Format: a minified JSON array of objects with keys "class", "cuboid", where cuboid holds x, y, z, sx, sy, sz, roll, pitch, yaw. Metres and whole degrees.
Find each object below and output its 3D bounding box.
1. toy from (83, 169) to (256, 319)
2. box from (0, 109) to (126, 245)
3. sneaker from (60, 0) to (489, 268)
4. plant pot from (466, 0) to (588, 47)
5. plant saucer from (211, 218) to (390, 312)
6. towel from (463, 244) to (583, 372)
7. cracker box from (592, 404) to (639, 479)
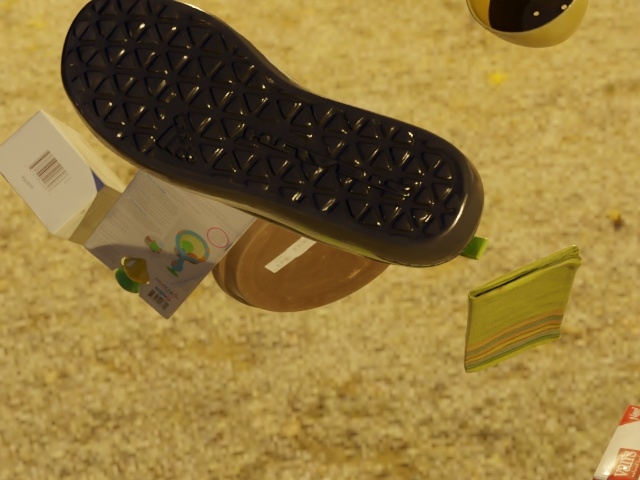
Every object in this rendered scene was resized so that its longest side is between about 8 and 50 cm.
[{"class":"toy","cuboid":[-0.167,-0.022,1.610,0.137,0.237,0.056,42,39,-2]},{"class":"box","cuboid":[-0.316,-0.073,1.734,0.091,0.130,0.170,-42,-10,1]},{"class":"sneaker","cuboid":[-0.025,-0.042,0.705,0.235,0.084,0.097,29,-7,6]},{"class":"plant pot","cuboid":[0.236,-0.262,1.507,0.134,0.095,0.134,-10,66,24]},{"class":"plant saucer","cuboid":[0.000,0.000,1.708,0.278,0.278,0.041,-15,54,-17]},{"class":"towel","cuboid":[0.175,0.067,1.227,0.102,0.237,0.021,-25,71,-4]},{"class":"cracker box","cuboid":[0.389,0.238,1.329,0.232,0.067,0.156,8,24,22]}]
